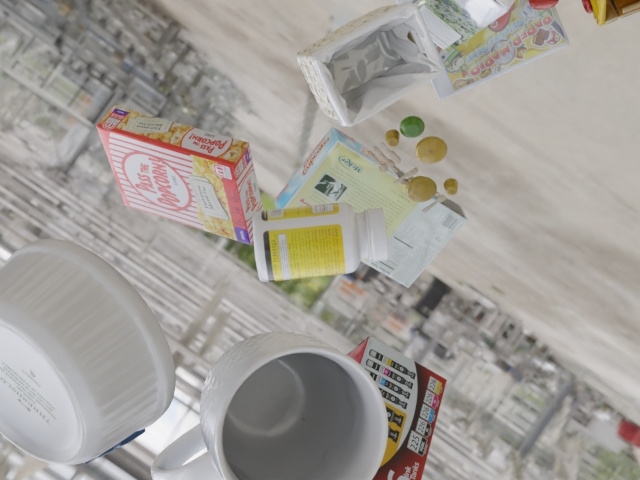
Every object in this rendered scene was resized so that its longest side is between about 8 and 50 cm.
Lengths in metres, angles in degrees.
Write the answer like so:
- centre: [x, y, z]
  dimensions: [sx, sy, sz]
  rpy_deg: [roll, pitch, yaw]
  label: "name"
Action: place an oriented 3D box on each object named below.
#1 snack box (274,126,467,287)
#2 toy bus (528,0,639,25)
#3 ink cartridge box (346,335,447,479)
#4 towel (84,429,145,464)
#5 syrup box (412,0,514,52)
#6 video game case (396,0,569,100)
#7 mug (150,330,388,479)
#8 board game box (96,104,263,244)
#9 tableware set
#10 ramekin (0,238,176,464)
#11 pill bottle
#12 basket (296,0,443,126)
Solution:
- centre: [0.097, -0.057, 1.898]
  dimensions: [0.322, 0.187, 0.060]
  rpy_deg: [30, -157, -25]
  label: "snack box"
- centre: [0.351, -0.372, 1.239]
  dimensions: [0.202, 0.191, 0.104]
  rpy_deg: [22, 167, 20]
  label: "toy bus"
- centre: [0.085, 0.369, 2.055]
  dimensions: [0.272, 0.309, 0.130]
  rpy_deg: [30, 142, -12]
  label: "ink cartridge box"
- centre: [-0.316, 0.279, 1.489]
  dimensions: [0.119, 0.029, 0.067]
  rpy_deg: [-19, -91, -55]
  label: "towel"
- centre: [0.210, -0.356, 1.426]
  dimensions: [0.093, 0.096, 0.237]
  rpy_deg: [37, 169, -8]
  label: "syrup box"
- centre: [0.254, -0.363, 1.614]
  dimensions: [0.206, 0.227, 0.026]
  rpy_deg: [65, -160, -8]
  label: "video game case"
- centre: [-0.110, 0.309, 1.678]
  dimensions: [0.276, 0.374, 0.328]
  rpy_deg: [64, 168, -10]
  label: "mug"
- centre: [-0.170, -0.081, 1.249]
  dimensions: [0.194, 0.045, 0.146]
  rpy_deg: [17, 144, 21]
  label: "board game box"
- centre: [0.151, -0.117, 1.516]
  dimensions: [0.154, 0.104, 0.024]
  rpy_deg: [43, -153, -27]
  label: "tableware set"
- centre: [-0.313, 0.142, 1.188]
  dimensions: [0.273, 0.127, 0.272]
  rpy_deg: [19, 128, 26]
  label: "ramekin"
- centre: [0.000, 0.000, 0.896]
  dimensions: [0.116, 0.065, 0.065]
  rpy_deg: [-6, 177, 0]
  label: "pill bottle"
- centre: [0.065, -0.248, 1.404]
  dimensions: [0.113, 0.167, 0.103]
  rpy_deg: [64, 167, -21]
  label: "basket"
